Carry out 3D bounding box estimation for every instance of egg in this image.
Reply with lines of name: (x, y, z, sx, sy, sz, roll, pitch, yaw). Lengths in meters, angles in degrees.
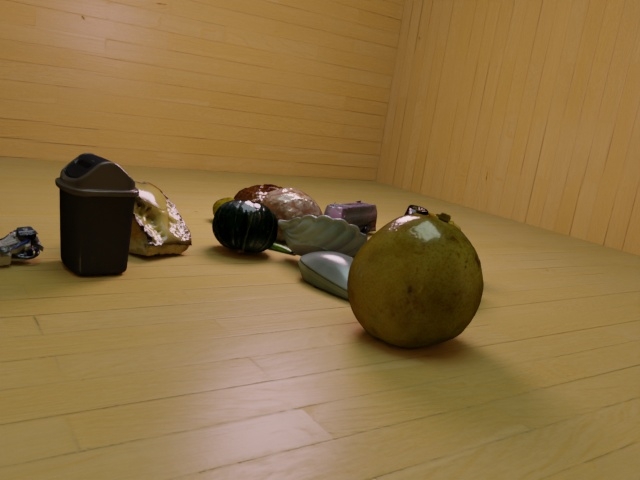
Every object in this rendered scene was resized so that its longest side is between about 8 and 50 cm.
egg: (-0.106, -0.086, 2.109, 0.245, 0.203, 0.203, 17, 12, -3)

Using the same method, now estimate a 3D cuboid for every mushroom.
mushroom: (-0.243, -0.150, 2.426, 0.253, 0.153, 0.253, 0, 19, 0)

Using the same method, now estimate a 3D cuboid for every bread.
bread: (-0.521, -0.051, 1.775, 0.204, 0.163, 0.262, -7, 62, -54)

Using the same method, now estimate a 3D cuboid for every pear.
pear: (-0.365, -0.118, 2.289, 0.107, 0.107, 0.131, 3, 17, -22)
pear: (0.222, 0.086, 1.338, 0.304, 0.303, 0.304, 8, 13, -2)

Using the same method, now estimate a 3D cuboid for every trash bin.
trash bin: (-0.576, -0.069, 1.507, 0.182, 0.290, 0.209, -2, 15, -39)

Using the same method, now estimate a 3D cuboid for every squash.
squash: (-0.241, -0.046, 1.883, 0.218, 0.172, 0.218, 0, 5, 0)

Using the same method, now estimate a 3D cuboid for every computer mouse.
computer mouse: (0.064, 0.090, 1.656, 0.288, 0.097, 0.159, 19, 14, 41)

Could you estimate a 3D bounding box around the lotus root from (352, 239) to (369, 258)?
lotus root: (0.151, 0.043, 1.982, 0.144, 0.070, 0.143, 13, 19, 4)

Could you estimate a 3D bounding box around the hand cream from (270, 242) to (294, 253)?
hand cream: (-0.135, 0.024, 1.983, 0.122, 0.023, 0.036, 13, 23, 18)

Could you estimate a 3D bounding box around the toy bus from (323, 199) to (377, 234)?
toy bus: (0.120, -0.086, 2.378, 0.113, 0.137, 0.317, 14, 12, 29)

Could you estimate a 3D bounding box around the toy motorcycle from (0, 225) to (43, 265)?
toy motorcycle: (-0.821, 0.009, 1.468, 0.221, 0.102, 0.150, -8, 41, -43)

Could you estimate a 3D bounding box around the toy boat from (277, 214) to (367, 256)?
toy boat: (0.000, 0.000, 1.822, 0.290, 0.100, 0.199, 9, -27, 29)

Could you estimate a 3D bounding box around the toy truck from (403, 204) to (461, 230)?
toy truck: (0.335, 0.030, 1.846, 0.254, 0.180, 0.405, 21, 21, 8)
